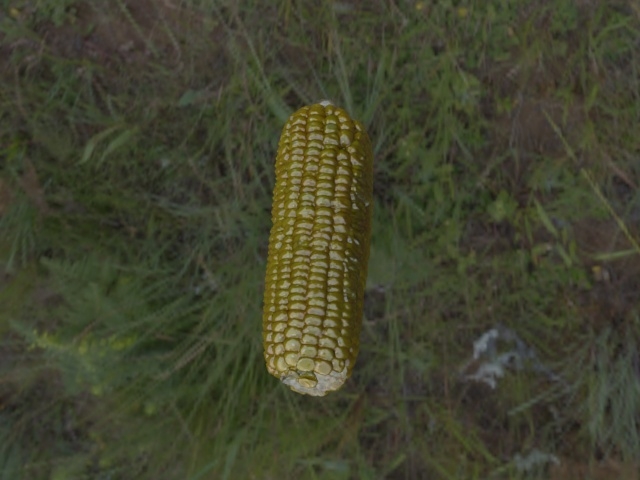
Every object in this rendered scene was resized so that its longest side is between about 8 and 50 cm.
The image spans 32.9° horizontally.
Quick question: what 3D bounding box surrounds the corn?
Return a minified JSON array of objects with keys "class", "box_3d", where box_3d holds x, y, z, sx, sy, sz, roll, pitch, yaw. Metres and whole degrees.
[{"class":"corn","box_3d":[0.000,0.000,0.697,0.068,0.207,0.068,2,154,1]}]
